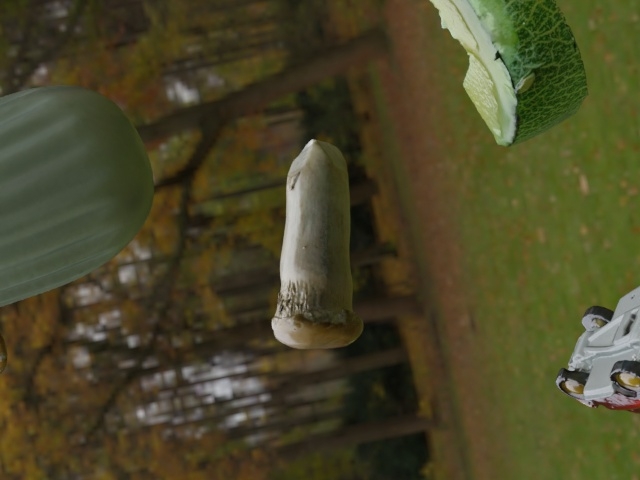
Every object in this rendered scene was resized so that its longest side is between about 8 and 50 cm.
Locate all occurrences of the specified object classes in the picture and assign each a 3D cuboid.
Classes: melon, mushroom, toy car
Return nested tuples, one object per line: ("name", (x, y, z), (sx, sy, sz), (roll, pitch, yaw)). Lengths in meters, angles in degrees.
("melon", (0.123, -0.159, 1.112), (0.209, 0.064, 0.118), (54, 170, -13))
("mushroom", (0.000, 0.000, 1.377), (0.071, 0.084, 0.209), (131, 145, -60))
("toy car", (0.262, 0.097, 1.170), (0.139, 0.112, 0.112), (-33, 25, 58))

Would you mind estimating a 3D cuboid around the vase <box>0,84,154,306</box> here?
("vase", (-0.229, -0.010, 0.956), (0.128, 0.248, 0.128), (34, 138, 37))

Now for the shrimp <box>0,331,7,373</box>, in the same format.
("shrimp", (-0.307, 0.101, 1.376), (0.108, 0.023, 0.059), (-36, 71, 53))
